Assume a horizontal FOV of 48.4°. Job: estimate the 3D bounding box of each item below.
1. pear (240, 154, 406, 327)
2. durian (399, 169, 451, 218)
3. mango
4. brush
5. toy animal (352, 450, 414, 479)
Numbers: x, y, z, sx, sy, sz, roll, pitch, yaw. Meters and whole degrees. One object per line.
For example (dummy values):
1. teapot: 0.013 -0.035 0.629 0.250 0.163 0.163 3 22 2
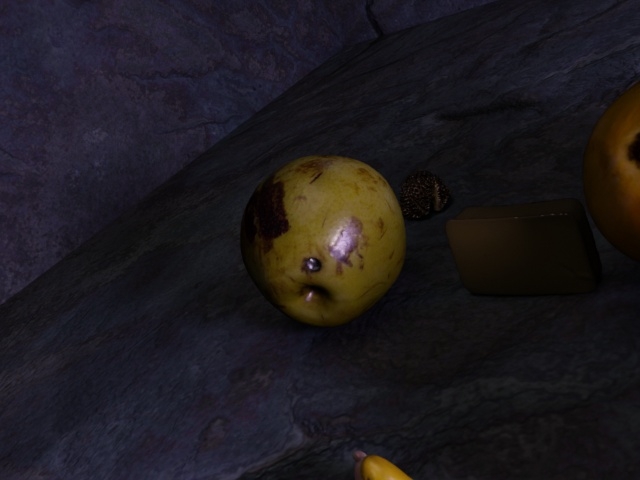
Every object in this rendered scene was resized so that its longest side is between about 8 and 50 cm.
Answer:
1. pear: 0.000 0.000 1.135 0.283 0.284 0.283 -23 23 11
2. durian: 0.198 -0.101 1.373 0.110 0.071 0.140 -17 20 24
3. mango: 0.513 -0.111 0.800 0.445 0.300 0.232 -15 62 -10
4. brush: 0.277 0.010 0.980 0.197 0.123 0.059 -3 29 43
5. toy animal: 0.055 0.269 0.734 0.082 0.091 0.114 -51 31 -16
